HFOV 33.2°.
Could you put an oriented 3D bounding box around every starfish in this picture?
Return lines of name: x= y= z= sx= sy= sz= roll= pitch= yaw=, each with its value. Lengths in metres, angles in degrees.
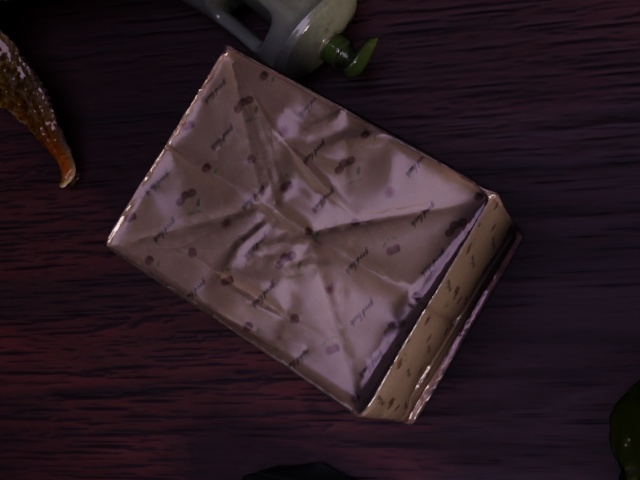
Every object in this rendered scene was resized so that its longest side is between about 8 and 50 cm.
starfish: x=-0.371 y=-0.266 z=1.187 sx=0.384 sy=0.132 sz=0.398 roll=32 pitch=96 yaw=14

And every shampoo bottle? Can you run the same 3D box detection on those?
shampoo bottle: x=-0.046 y=-0.241 z=1.093 sx=0.234 sy=0.087 sz=0.118 roll=40 pitch=93 yaw=18

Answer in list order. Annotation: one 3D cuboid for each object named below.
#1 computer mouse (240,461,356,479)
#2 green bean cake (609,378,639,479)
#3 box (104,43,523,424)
computer mouse: x=0.013 y=0.286 z=1.006 sx=0.231 sy=0.071 sz=0.126 roll=19 pitch=88 yaw=18
green bean cake: x=0.392 y=0.249 z=0.820 sx=0.319 sy=0.218 sz=0.335 roll=-13 pitch=77 yaw=15
box: x=0.000 y=0.000 z=0.992 sx=0.297 sy=0.190 sz=0.225 roll=31 pitch=90 yaw=18
